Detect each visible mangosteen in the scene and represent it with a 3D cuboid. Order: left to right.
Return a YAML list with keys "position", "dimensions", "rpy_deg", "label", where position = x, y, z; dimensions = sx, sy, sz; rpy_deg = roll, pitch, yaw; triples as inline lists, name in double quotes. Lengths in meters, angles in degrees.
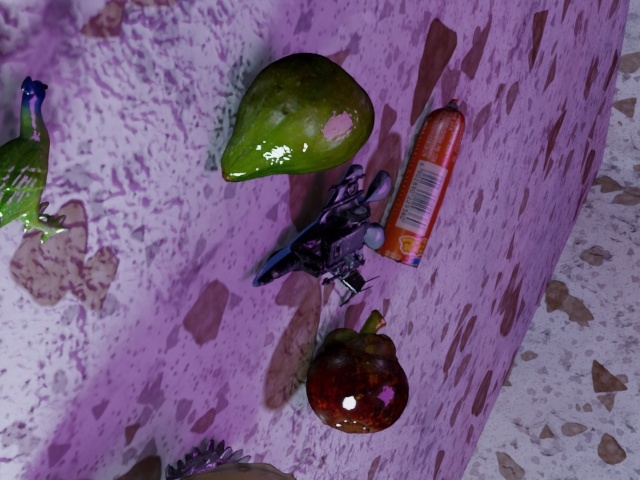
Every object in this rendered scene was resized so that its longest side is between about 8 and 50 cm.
- position: [0.049, 0.186, 1.180]
  dimensions: [0.146, 0.156, 0.181]
  rpy_deg: [9, 70, -41]
  label: "mangosteen"

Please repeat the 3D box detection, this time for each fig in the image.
- position: [-0.028, -0.105, 0.794]
  dimensions: [0.156, 0.123, 0.123]
  rpy_deg: [-51, 153, -12]
  label: "fig"

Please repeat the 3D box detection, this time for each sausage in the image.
- position: [0.162, -0.094, 1.269]
  dimensions: [0.074, 0.074, 0.274]
  rpy_deg: [24, 85, -67]
  label: "sausage"

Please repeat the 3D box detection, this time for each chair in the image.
- position: [0.046, 0.061, 1.189]
  dimensions: [0.037, 0.042, 0.086]
  rpy_deg: [-48, -176, -39]
  label: "chair"

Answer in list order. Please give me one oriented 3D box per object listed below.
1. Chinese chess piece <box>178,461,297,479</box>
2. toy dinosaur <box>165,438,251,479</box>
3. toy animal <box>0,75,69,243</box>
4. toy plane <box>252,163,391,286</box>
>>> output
- position: [-0.102, 0.330, 0.771]
  dimensions: [0.257, 0.257, 0.104]
  rpy_deg: [-47, 126, -43]
  label: "Chinese chess piece"
- position: [-0.130, 0.274, 0.956]
  dimensions: [0.082, 0.039, 0.209]
  rpy_deg: [-67, 155, -6]
  label: "toy dinosaur"
- position: [-0.217, -0.001, 0.555]
  dimensions: [0.216, 0.041, 0.075]
  rpy_deg: [-66, 155, 0]
  label: "toy animal"
- position: [0.006, 0.003, 0.993]
  dimensions: [0.246, 0.078, 0.169]
  rpy_deg: [-40, 143, -49]
  label: "toy plane"
